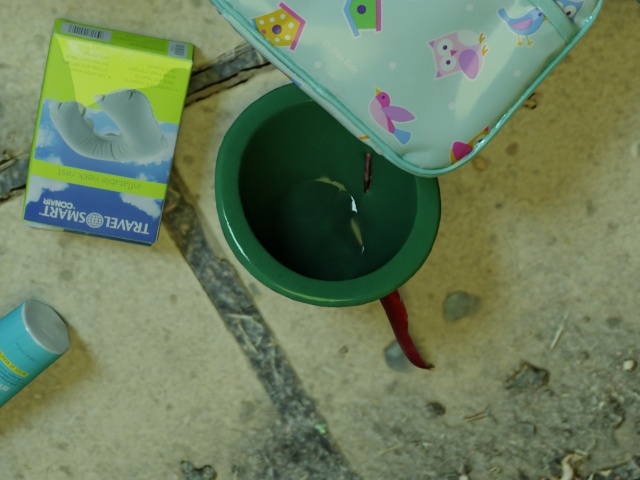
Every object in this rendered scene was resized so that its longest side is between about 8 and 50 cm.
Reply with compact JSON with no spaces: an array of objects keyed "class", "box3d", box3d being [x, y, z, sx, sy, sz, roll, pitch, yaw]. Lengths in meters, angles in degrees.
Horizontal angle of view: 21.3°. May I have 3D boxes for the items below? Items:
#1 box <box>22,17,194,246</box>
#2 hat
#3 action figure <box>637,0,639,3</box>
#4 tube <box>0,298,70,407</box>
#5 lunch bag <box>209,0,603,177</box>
[{"class":"box","box3d":[-0.166,-0.073,1.303,0.109,0.042,0.178,10,116,-7]},{"class":"hat","box3d":[0.000,0.000,1.357,0.173,0.183,0.208,-11,74,-10]},{"class":"action figure","box3d":[0.313,-0.286,1.187,0.185,0.099,0.285,22,111,-6]},{"class":"tube","box3d":[-0.295,0.125,1.402,0.207,0.052,0.080,-37,104,23]},{"class":"lunch bag","box3d":[0.051,-0.200,1.195,0.279,0.108,0.224,41,97,-22]}]
